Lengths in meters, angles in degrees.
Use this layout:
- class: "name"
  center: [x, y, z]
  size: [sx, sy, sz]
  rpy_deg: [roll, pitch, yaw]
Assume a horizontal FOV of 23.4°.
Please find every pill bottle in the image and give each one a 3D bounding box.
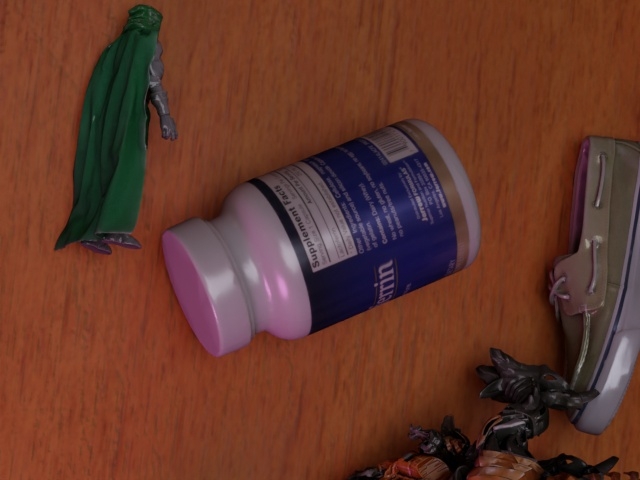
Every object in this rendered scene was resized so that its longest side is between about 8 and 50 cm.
- class: "pill bottle"
  center: [0.000, 0.000, 1.411]
  size: [0.264, 0.153, 0.153]
  rpy_deg: [-22, 94, -16]

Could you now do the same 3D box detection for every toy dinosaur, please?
- class: "toy dinosaur"
  center: [0.171, 0.230, 1.408]
  size: [0.322, 0.218, 0.164]
  rpy_deg: [16, 119, 22]

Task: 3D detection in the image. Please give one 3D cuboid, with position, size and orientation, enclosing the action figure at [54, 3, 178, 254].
- class: "action figure"
  center: [-0.175, -0.106, 1.391]
  size: [0.063, 0.137, 0.232]
  rpy_deg: [20, 73, -39]

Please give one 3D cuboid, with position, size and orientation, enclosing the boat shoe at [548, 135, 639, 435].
- class: "boat shoe"
  center: [0.274, 0.040, 1.533]
  size: [0.094, 0.109, 0.302]
  rpy_deg: [14, 75, -1]
